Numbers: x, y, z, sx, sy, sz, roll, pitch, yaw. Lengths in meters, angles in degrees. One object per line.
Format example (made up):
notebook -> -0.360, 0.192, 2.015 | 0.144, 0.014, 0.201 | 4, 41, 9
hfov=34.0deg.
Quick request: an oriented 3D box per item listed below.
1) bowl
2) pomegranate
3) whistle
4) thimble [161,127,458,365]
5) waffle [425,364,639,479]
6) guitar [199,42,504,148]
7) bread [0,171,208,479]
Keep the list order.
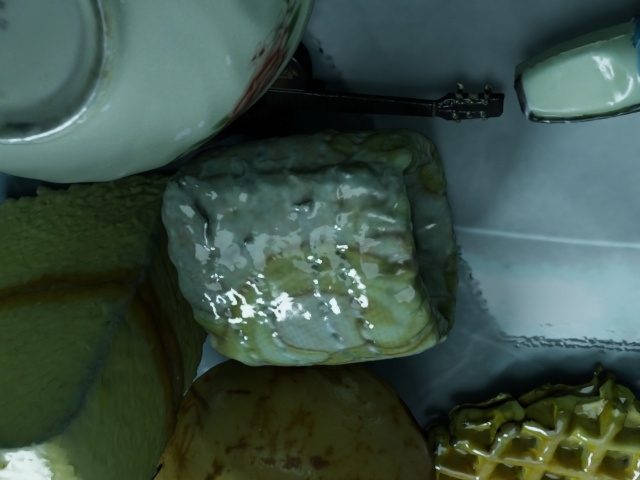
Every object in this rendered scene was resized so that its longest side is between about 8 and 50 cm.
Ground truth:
bowl -> -0.146, -0.140, 0.538 | 0.277, 0.145, 0.277 | 6, 126, 8
pomegranate -> -0.019, 0.188, 0.756 | 0.215, 0.215, 0.215 | 6, 131, 7
whistle -> 0.220, -0.107, 0.556 | 0.236, 0.077, 0.114 | -11, 118, 28
thimble -> 0.000, 0.000, 0.635 | 0.144, 0.137, 0.190 | -4, 152, 17
waffle -> 0.186, 0.209, 0.844 | 0.245, 0.052, 0.254 | -21, 123, 28
guitar -> -0.005, -0.092, 0.643 | 0.233, 0.025, 0.088 | 4, 129, 8
bread -> -0.148, 0.064, 0.650 | 0.178, 0.266, 0.142 | 37, 124, -21
